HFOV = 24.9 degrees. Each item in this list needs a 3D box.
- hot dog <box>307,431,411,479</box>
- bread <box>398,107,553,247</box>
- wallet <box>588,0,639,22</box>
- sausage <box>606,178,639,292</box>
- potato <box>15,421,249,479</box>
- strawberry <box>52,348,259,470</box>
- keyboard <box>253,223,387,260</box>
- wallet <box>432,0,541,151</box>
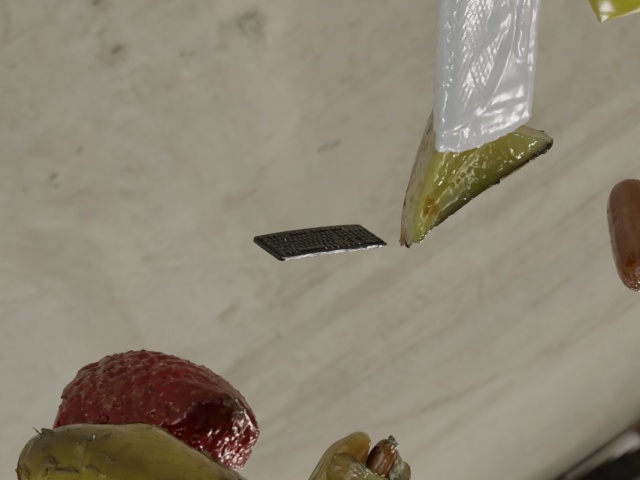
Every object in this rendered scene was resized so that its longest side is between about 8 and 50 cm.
[{"bbox_3d":[0.005,0.319,1.518,0.109,0.072,0.270,33,87,-30],"label":"hot dog"},{"bbox_3d":[0.170,-0.061,1.666,0.240,0.135,0.178,-81,-171,-83],"label":"bread"},{"bbox_3d":[0.335,-0.337,1.588,0.141,0.067,0.241,-11,150,24],"label":"wallet"},{"bbox_3d":[0.404,-0.005,1.832,0.076,0.076,0.197,-47,-158,33],"label":"sausage"},{"bbox_3d":[-0.193,0.284,1.619,0.173,0.300,0.140,-60,168,-76],"label":"potato"},{"bbox_3d":[-0.203,0.251,1.874,0.276,0.257,0.257,-18,174,36],"label":"strawberry"},{"bbox_3d":[0.000,0.000,2.470,0.250,0.087,0.017,-7,122,-42],"label":"keyboard"},{"bbox_3d":[0.124,-0.157,1.049,0.124,0.032,0.183,-21,119,-47],"label":"wallet"}]
